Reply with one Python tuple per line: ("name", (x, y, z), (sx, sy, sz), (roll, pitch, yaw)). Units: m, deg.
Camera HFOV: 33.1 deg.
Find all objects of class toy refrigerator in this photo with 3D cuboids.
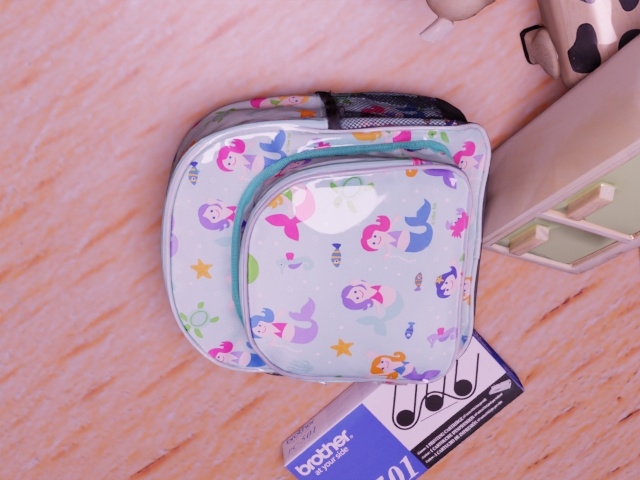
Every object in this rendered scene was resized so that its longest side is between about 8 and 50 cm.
("toy refrigerator", (0.217, -0.052, 0.800), (0.102, 0.269, 0.094), (16, 72, -12))

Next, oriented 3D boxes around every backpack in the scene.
("backpack", (0.000, 0.000, 0.849), (0.253, 0.191, 0.225), (3, 110, -2))

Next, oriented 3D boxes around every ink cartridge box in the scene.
("ink cartridge box", (0.074, 0.161, 0.981), (0.207, 0.046, 0.097), (-40, 107, 9))

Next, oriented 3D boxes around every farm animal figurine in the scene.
("farm animal figurine", (0.158, -0.228, 0.783), (0.330, 0.172, 0.327), (-37, 109, 7))

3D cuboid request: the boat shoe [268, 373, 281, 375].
("boat shoe", (0.010, 0.095, 0.951), (0.133, 0.049, 0.042), (-1, 121, -7))
